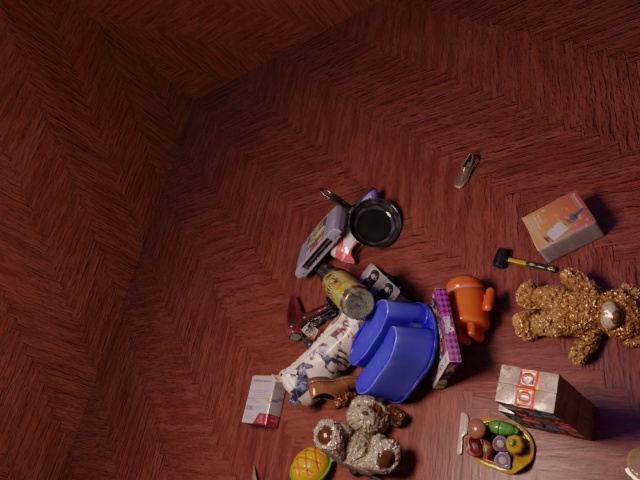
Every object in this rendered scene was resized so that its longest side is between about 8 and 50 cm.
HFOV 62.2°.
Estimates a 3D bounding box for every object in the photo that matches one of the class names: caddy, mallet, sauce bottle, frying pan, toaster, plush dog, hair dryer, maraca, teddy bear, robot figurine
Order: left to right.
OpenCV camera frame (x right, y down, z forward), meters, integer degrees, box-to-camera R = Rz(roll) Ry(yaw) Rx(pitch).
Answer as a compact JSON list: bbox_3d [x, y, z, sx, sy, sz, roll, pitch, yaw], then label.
[{"bbox_3d":[-0.038,0.298,2.039,0.223,0.080,0.293,-46,44,-16],"label":"hair dryer"},{"bbox_3d":[-0.015,0.707,1.695,0.186,0.099,0.127,-36,38,-20],"label":"maraca"},{"bbox_3d":[0.069,0.156,1.753,0.111,0.111,0.344,-54,21,0],"label":"sauce bottle"},{"bbox_3d":[0.140,-0.074,2.000,0.326,0.053,0.197,10,75,4],"label":"frying pan"},{"bbox_3d":[0.134,0.579,1.610,0.262,0.210,0.225,14,55,18],"label":"plush dog"},{"bbox_3d":[0.228,0.181,1.781,0.110,0.186,0.168,-50,48,8],"label":"toaster"},{"bbox_3d":[0.231,0.336,1.615,0.241,0.179,0.341,-101,31,-51],"label":"caddy"},{"bbox_3d":[0.441,0.198,1.594,0.158,0.128,0.219,105,170,-57],"label":"robot figurine"},{"bbox_3d":[0.609,0.076,1.595,0.190,0.039,0.062,24,81,45],"label":"mallet"},{"bbox_3d":[0.667,0.190,1.399,0.338,0.113,0.245,22,81,49],"label":"teddy bear"}]

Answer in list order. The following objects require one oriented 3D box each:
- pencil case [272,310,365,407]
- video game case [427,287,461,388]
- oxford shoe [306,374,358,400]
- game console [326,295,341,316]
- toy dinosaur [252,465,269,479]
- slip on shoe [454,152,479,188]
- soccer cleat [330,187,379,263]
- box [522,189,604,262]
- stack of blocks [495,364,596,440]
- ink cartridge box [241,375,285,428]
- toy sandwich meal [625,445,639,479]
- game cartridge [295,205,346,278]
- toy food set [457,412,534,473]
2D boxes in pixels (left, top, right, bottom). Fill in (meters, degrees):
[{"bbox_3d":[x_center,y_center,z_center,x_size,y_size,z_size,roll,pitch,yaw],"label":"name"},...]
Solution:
[{"bbox_3d":[0.034,0.380,1.808,0.410,0.183,0.160,-48,40,5],"label":"pencil case"},{"bbox_3d":[0.353,0.292,1.567,0.042,0.210,0.232,0,55,-4],"label":"video game case"},{"bbox_3d":[0.064,0.485,1.717,0.076,0.212,0.076,101,163,-44],"label":"oxford shoe"},{"bbox_3d":[0.099,0.222,1.922,0.122,0.107,0.071,-34,13,-4],"label":"game console"},{"bbox_3d":[-0.218,0.849,1.815,0.093,0.053,0.183,-32,45,26],"label":"toy dinosaur"},{"bbox_3d":[0.518,-0.251,1.900,0.135,0.041,0.051,-54,40,-1],"label":"slip on shoe"},{"bbox_3d":[0.162,-0.055,2.070,0.116,0.108,0.318,27,81,30],"label":"soccer cleat"},{"bbox_3d":[0.701,-0.040,1.541,0.170,0.091,0.130,-32,44,23],"label":"box"},{"bbox_3d":[0.518,0.385,1.257,0.171,0.297,0.087,-1,63,42],"label":"stack of blocks"},{"bbox_3d":[-0.205,0.596,1.964,0.127,0.072,0.175,-11,56,39],"label":"ink cartridge box"},{"bbox_3d":[0.728,0.503,1.185,0.086,0.029,0.085,-24,44,26],"label":"toy sandwich meal"},{"bbox_3d":[0.000,0.000,2.114,0.294,0.060,0.196,-49,13,32],"label":"game cartridge"},{"bbox_3d":[0.444,0.529,1.399,0.218,0.071,0.128,0,63,44],"label":"toy food set"}]
